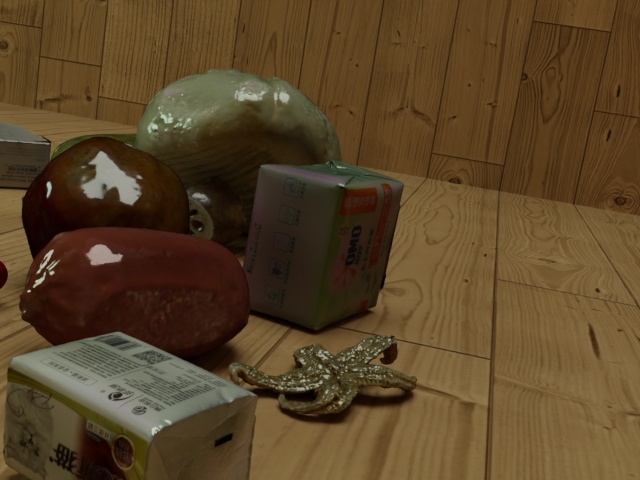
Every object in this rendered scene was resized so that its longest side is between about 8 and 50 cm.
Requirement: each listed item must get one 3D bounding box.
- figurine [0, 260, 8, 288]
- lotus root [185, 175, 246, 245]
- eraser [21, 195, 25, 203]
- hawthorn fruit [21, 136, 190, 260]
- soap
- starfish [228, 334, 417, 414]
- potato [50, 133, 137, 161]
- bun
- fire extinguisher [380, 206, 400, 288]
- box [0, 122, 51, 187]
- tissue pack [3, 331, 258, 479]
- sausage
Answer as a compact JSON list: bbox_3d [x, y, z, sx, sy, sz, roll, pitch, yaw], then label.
[{"bbox_3d":[-0.504,0.000,0.953,0.287,0.176,0.186,29,-25,17],"label":"figurine"},{"bbox_3d":[-0.190,-0.037,1.383,0.122,0.112,0.081,-21,9,35],"label":"lotus root"},{"bbox_3d":[-0.412,-0.032,1.363,0.082,0.036,0.225,0,15,-35],"label":"eraser"},{"bbox_3d":[-0.267,-0.010,1.041,0.208,0.208,0.248,7,28,-10],"label":"hawthorn fruit"},{"bbox_3d":[0.000,0.000,1.124,0.138,0.199,0.182,19,15,28],"label":"soap"},{"bbox_3d":[0.007,0.130,0.864,0.210,0.053,0.150,2,9,-22],"label":"starfish"},{"bbox_3d":[-0.388,-0.144,1.690,0.298,0.141,0.176,-6,5,-30],"label":"potato"},{"bbox_3d":[-0.130,-0.165,1.488,0.365,0.219,0.365,8,-29,5],"label":"bun"},{"bbox_3d":[0.090,-0.014,1.310,0.050,0.177,0.062,21,15,41],"label":"fire extinguisher"},{"bbox_3d":[-0.681,-0.180,1.706,0.203,0.106,0.252,-1,16,-35],"label":"box"},{"bbox_3d":[-0.136,0.137,0.602,0.149,0.099,0.106,17,16,35],"label":"tissue pack"},{"bbox_3d":[-0.180,0.055,0.865,0.254,0.148,0.148,1,14,-36],"label":"sausage"}]
